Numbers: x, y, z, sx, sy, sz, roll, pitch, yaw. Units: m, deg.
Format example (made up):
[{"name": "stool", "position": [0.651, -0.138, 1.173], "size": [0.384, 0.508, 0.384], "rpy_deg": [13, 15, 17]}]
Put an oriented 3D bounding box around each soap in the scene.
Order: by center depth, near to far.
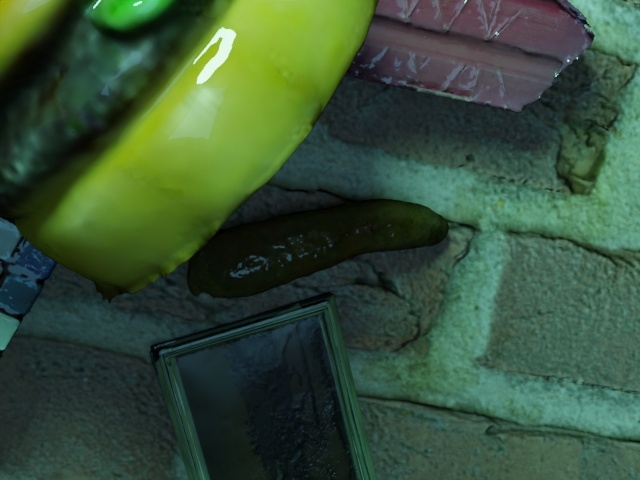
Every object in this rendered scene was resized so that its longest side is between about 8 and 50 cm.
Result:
[{"name": "soap", "position": [0.134, -0.215, 1.242], "size": [0.250, 0.099, 0.162], "rpy_deg": [12, 102, -15]}]

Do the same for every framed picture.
[{"name": "framed picture", "position": [-0.051, 0.197, 1.362], "size": [0.197, 0.014, 0.252], "rpy_deg": [-16, 108, -8]}]

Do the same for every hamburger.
[{"name": "hamburger", "position": [-0.170, -0.168, 1.029], "size": [0.277, 0.396, 0.395], "rpy_deg": [40, 94, -21]}]

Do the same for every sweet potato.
[{"name": "sweet potato", "position": [0.000, 0.000, 1.292], "size": [0.273, 0.075, 0.075], "rpy_deg": [-14, 108, -13]}]

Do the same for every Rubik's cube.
[{"name": "Rubik's cube", "position": [-0.332, 0.015, 1.172], "size": [0.151, 0.155, 0.154], "rpy_deg": [28, 98, -19]}]
